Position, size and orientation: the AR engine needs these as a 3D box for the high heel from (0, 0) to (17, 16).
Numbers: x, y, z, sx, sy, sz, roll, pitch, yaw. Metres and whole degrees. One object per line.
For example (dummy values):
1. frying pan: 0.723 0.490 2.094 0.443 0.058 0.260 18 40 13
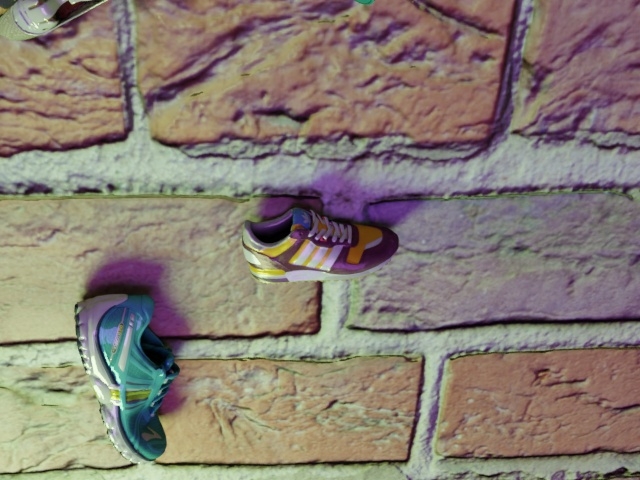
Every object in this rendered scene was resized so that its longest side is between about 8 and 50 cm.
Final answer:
1. high heel: -0.341 -0.155 0.839 0.261 0.093 0.186 -25 128 19

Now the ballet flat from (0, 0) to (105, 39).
1. ballet flat: -0.251 -0.237 0.806 0.168 0.052 0.057 -25 123 13

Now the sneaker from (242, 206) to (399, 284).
1. sneaker: 0.000 0.000 0.985 0.185 0.070 0.084 -10 131 1

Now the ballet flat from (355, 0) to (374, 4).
1. ballet flat: -0.034 -0.300 0.775 0.240 0.091 0.077 20 91 -23

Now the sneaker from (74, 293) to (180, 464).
1. sneaker: -0.235 0.185 1.082 0.109 0.107 0.275 -12 126 -7
